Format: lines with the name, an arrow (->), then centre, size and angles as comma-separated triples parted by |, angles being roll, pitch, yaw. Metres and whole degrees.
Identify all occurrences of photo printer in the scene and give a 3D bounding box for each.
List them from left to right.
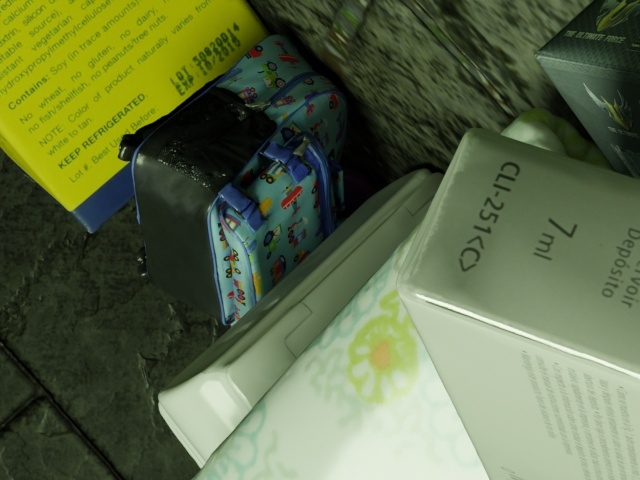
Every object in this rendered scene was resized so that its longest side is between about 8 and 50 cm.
photo printer -> 0.076, 0.142, 1.075 | 0.307, 0.256, 0.107 | 52, 142, -8

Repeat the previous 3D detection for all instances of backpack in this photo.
backpack -> -0.040, -0.045, 1.145 | 0.117, 0.173, 0.158 | 29, 146, 23

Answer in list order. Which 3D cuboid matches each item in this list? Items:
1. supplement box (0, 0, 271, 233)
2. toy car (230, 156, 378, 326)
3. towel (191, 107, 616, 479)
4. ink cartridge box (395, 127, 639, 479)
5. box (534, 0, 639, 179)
supplement box -> -0.223, -0.214, 1.187 | 0.356, 0.194, 0.195 | 53, 170, -29
toy car -> 0.000, 0.000, 1.288 | 0.182, 0.159, 0.136 | -128, 40, -63
towel -> 0.135, 0.173, 0.830 | 0.374, 0.320, 0.090 | 46, -156, 9
ink cartridge box -> 0.175, 0.087, 0.591 | 0.261, 0.066, 0.296 | 21, 165, 20
box -> 0.187, -0.001, 0.548 | 0.183, 0.059, 0.233 | 50, 172, -20
